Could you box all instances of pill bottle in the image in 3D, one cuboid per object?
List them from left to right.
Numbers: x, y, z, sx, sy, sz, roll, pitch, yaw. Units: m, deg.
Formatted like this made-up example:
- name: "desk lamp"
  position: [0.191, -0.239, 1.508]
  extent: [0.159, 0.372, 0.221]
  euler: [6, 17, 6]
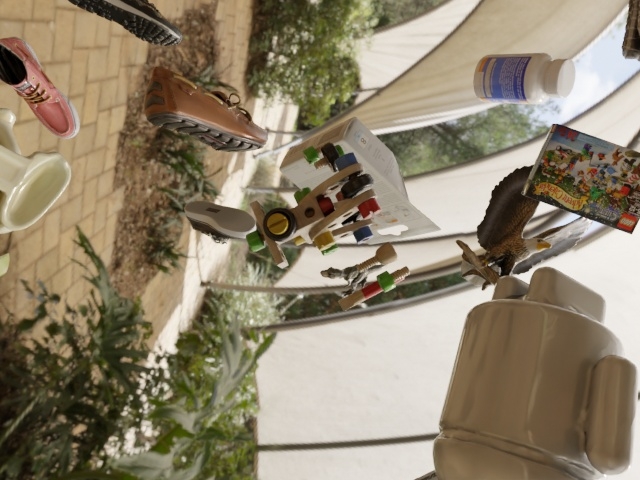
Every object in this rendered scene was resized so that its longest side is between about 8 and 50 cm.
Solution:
- name: "pill bottle"
  position: [0.627, -0.498, 1.654]
  extent: [0.272, 0.152, 0.152]
  euler: [20, -84, 46]

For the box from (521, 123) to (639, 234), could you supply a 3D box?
- name: "box"
  position: [0.563, -0.128, 1.112]
  extent: [0.044, 0.233, 0.159]
  euler: [-52, 162, -76]

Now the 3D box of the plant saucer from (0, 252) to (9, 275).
- name: "plant saucer"
  position: [-0.763, 0.105, 1.127]
  extent: [0.037, 0.241, 0.241]
  euler: [61, 10, -13]

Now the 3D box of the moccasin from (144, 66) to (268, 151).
- name: "moccasin"
  position: [-0.258, -0.304, 1.284]
  extent: [0.380, 0.139, 0.147]
  euler: [11, 78, -53]

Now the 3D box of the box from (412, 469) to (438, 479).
- name: "box"
  position: [0.174, 0.435, 0.782]
  extent: [0.056, 0.231, 0.183]
  euler: [6, -79, 56]

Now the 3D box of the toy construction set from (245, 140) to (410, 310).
- name: "toy construction set"
  position: [0.000, 0.000, 1.002]
  extent: [0.308, 0.237, 0.257]
  euler: [63, -5, -14]

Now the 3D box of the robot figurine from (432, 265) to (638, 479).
- name: "robot figurine"
  position: [0.262, 0.213, 0.682]
  extent: [0.353, 0.200, 0.300]
  euler: [-69, -168, -21]

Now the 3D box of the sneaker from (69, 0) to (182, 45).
- name: "sneaker"
  position: [-0.449, -0.577, 1.278]
  extent: [0.107, 0.283, 0.124]
  euler: [0, -105, 48]

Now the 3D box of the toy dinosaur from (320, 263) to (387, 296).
- name: "toy dinosaur"
  position: [0.118, 0.111, 1.669]
  extent: [0.064, 0.268, 0.118]
  euler: [50, -41, 38]

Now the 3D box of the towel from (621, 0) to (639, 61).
- name: "towel"
  position: [0.577, -0.346, 0.778]
  extent: [0.121, 0.235, 0.283]
  euler: [120, -6, -64]

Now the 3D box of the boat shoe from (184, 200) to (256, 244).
- name: "boat shoe"
  position: [-0.322, -0.042, 1.731]
  extent: [0.113, 0.306, 0.105]
  euler: [-41, 135, -42]

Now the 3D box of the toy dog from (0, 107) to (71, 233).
- name: "toy dog"
  position: [-0.743, -0.127, 1.036]
  extent: [0.284, 0.408, 0.395]
  euler: [23, 93, -54]

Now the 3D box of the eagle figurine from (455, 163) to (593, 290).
- name: "eagle figurine"
  position: [0.489, -0.003, 1.309]
  extent: [0.298, 0.225, 0.226]
  euler: [-47, 138, -21]

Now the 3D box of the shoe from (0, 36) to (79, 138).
- name: "shoe"
  position: [-0.465, -0.241, 0.867]
  extent: [0.081, 0.063, 0.178]
  euler: [-106, 170, -69]

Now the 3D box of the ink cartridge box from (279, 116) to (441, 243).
- name: "ink cartridge box"
  position: [0.116, -0.145, 1.480]
  extent: [0.308, 0.385, 0.091]
  euler: [-13, -135, 54]
